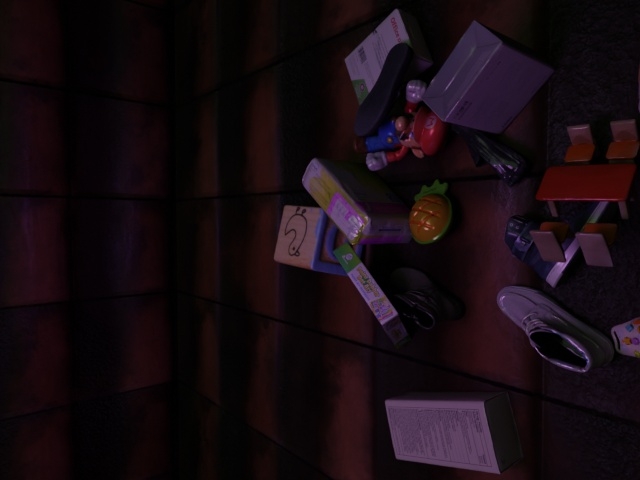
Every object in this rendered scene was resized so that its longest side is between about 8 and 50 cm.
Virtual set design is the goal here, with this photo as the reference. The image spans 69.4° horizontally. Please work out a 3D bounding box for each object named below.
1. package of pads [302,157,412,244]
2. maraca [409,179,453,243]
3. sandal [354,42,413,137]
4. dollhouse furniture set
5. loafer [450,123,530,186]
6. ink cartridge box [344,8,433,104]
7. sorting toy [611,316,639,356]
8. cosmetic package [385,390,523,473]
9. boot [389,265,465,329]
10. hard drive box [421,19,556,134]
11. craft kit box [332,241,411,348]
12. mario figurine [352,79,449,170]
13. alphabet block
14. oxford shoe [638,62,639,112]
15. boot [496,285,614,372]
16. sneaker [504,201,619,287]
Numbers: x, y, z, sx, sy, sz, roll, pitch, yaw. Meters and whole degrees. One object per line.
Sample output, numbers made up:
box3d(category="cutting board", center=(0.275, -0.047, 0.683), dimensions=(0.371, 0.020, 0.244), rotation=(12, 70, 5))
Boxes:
box3d(category="package of pads", center=(0.107, -0.111, 1.298), dimensions=(0.296, 0.229, 0.101), rotation=(53, 128, 35))
box3d(category="maraca", center=(0.285, -0.074, 1.196), dimensions=(0.127, 0.099, 0.185), rotation=(-20, 51, 40))
box3d(category="sandal", center=(0.172, -0.375, 1.182), dimensions=(0.097, 0.055, 0.254), rotation=(37, 101, 52))
box3d(category="dollhouse furniture set", center=(0.511, -0.099, 0.794), dimensions=(0.259, 0.135, 0.262), rotation=(6, 60, 47))
box3d(category="loafer", center=(0.383, -0.210, 1.084), dimensions=(0.223, 0.076, 0.078), rotation=(49, 118, 32))
box3d(category="ink cartridge box", center=(0.187, -0.501, 1.292), dimensions=(0.219, 0.093, 0.160), rotation=(-29, 70, 45))
box3d(category="sorting toy", center=(0.597, 0.191, 0.884), dimensions=(0.075, 0.045, 0.083), rotation=(146, 116, -66))
box3d(category="cosmetic package", center=(0.321, 0.468, 1.159), dimensions=(0.310, 0.113, 0.160), rotation=(-20, 76, 48))
box3d(category="boot", center=(0.239, 0.139, 1.202), dimensions=(0.247, 0.161, 0.083), rotation=(32, 115, 44))
box3d(category="hard drive box", center=(0.360, -0.335, 0.987), dimensions=(0.181, 0.232, 0.089), rotation=(-55, 52, 34))
box3d(category="craft kit box", center=(0.146, 0.155, 1.271), dimensions=(0.061, 0.246, 0.249), rotation=(-32, 57, -2))
box3d(category="mario figurine", center=(0.194, -0.302, 1.226), dimensions=(0.321, 0.170, 0.198), rotation=(15, 133, 55))
box3d(category="alphabet block", center=(0.000, 0.000, 1.436), dimensions=(0.197, 0.194, 0.192), rotation=(7, 84, 49))
box3d(category="oxford shoe", center=(0.684, -0.356, 0.675), dimensions=(0.449, 0.169, 0.130), rotation=(-41, 39, 43))
box3d(category="boot", center=(0.464, 0.176, 0.967), dimensions=(0.258, 0.124, 0.095), rotation=(33, 116, 44))
box3d(category="sneaker", center=(0.487, -0.036, 0.962), dimensions=(0.163, 0.086, 0.226), rotation=(47, 125, 36))
